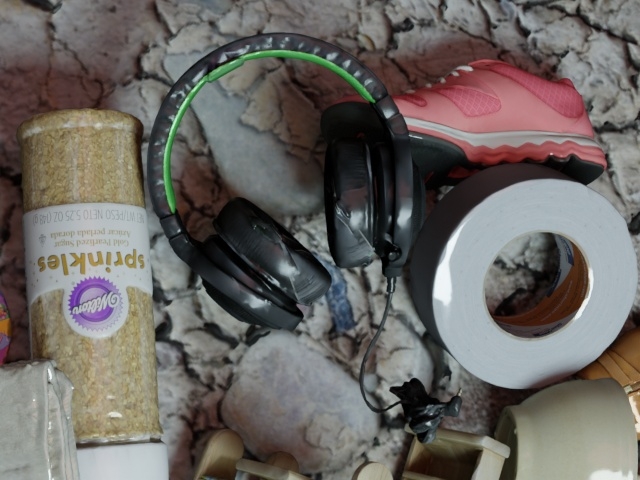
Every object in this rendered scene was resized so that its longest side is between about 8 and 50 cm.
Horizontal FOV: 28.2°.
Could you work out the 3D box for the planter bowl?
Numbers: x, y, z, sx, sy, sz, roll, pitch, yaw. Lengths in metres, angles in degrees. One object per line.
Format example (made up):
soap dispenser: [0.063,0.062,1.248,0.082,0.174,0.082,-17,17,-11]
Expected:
planter bowl: [0.233,0.213,1.260,0.109,0.162,0.162,5,78,-7]

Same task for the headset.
headset: [0.000,0.000,1.170,0.243,0.185,0.394,-29,101,0]

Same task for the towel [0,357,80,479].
towel: [-0.340,0.207,1.084,0.282,0.049,0.187,-8,84,7]

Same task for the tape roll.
tape roll: [0.204,0.035,1.280,0.219,0.072,0.219,-4,107,-13]

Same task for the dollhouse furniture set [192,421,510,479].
dollhouse furniture set: [0.041,0.225,1.175,0.242,0.212,0.161,30,72,-37]

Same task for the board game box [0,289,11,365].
board game box: [-0.368,0.084,1.168,0.168,0.033,0.133,-29,89,-19]

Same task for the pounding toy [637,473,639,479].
pounding toy: [0.375,0.276,1.307,0.130,0.141,0.100,-23,115,-19]

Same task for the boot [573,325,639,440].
boot: [0.372,0.182,1.339,0.152,0.073,0.197,-27,65,-13]

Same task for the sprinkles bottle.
sprinkles bottle: [-0.211,0.062,1.172,0.121,0.121,0.355,-3,80,-17]

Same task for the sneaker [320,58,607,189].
sneaker: [0.144,-0.128,1.337,0.314,0.116,0.136,6,64,-19]
